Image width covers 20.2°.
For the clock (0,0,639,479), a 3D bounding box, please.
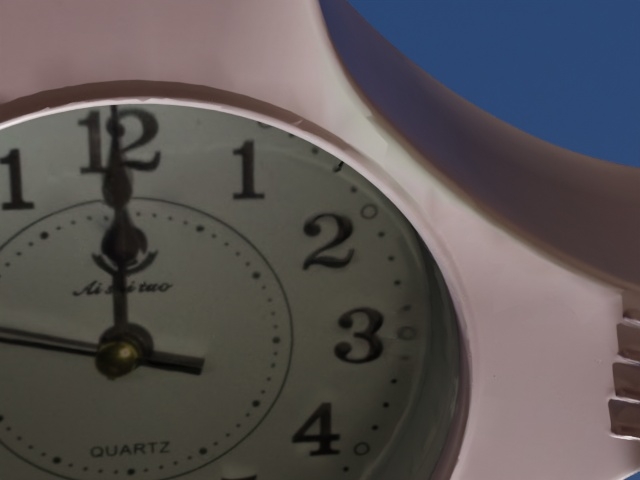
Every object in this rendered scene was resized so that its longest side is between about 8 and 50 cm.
[{"bbox_3d":[0.000,0.000,0.432,0.290,0.080,0.275,0,-62,-10],"label":"clock"}]
